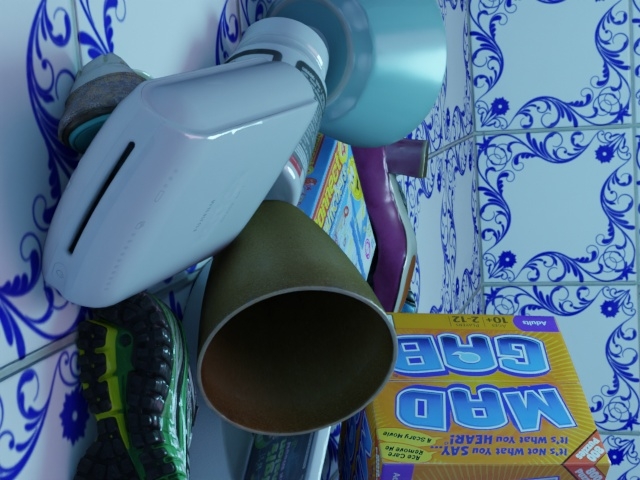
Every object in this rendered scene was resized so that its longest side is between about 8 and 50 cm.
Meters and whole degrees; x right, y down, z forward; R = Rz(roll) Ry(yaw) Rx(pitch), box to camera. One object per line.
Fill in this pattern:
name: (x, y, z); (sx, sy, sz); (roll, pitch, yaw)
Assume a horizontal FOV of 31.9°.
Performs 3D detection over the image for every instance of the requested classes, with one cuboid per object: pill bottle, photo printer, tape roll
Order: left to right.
photo printer: (-0.153, -0.064, 1.189); (0.256, 0.107, 0.307); (-55, 167, 27)
tape roll: (-0.100, 0.206, 1.618); (0.392, 0.072, 0.392); (-1, 90, -72)
pill bottle: (-0.080, -0.170, 1.557); (0.161, 0.161, 0.283); (71, 25, -44)

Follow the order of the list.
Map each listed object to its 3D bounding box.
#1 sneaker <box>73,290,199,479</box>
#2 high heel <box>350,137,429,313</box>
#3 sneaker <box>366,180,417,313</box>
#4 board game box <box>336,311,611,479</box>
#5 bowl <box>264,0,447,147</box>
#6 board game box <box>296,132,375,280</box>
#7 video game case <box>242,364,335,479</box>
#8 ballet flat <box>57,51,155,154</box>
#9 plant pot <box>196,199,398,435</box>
sneaker: (-0.185, 0.229, 1.247); (0.146, 0.134, 0.343); (28, 62, -71)
high heel: (0.098, -0.026, 2.164); (0.127, 0.181, 0.377); (15, 83, -78)
sneaker: (0.112, 0.022, 2.273); (0.139, 0.125, 0.341); (-172, -104, -80)
board game box: (0.234, 0.370, 1.904); (0.356, 0.356, 0.356); (-97, -169, -54)
bowl: (0.025, -0.294, 1.745); (0.163, 0.311, 0.311); (-13, 102, -53)
board game box: (0.000, 0.000, 1.916); (0.308, 0.086, 0.302); (-73, 155, -44)
video game case: (-0.044, 0.269, 1.440); (0.022, 0.173, 0.190); (30, 51, -22)
ballet flat: (-0.220, -0.149, 1.253); (0.106, 0.107, 0.316); (66, 10, 7)
plant pot: (-0.050, 0.070, 1.392); (0.254, 0.237, 0.237); (-109, -178, -51)
